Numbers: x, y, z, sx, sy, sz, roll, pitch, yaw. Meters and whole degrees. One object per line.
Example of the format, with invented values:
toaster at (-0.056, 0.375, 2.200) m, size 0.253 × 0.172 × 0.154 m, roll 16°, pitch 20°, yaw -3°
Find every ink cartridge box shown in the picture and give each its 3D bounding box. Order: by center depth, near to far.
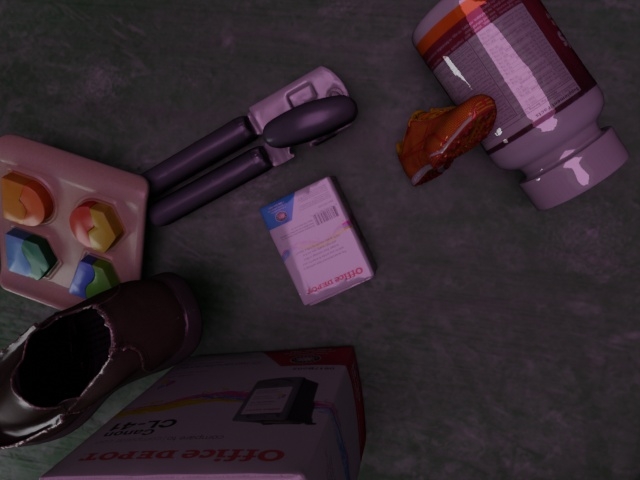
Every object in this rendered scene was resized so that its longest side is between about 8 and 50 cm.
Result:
ink cartridge box at (-0.084, 0.214, 0.606) m, size 0.226 × 0.306 × 0.131 m, roll -5°, pitch 96°, yaw 10°
ink cartridge box at (0.000, 0.000, 0.694) m, size 0.088 × 0.052 × 0.122 m, roll -24°, pitch 92°, yaw 12°

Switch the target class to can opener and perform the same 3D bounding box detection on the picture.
can opener at (-0.091, -0.103, 0.681) m, size 0.280 × 0.093 × 0.074 m, roll -26°, pitch 91°, yaw 17°

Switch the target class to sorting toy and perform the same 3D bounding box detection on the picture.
sorting toy at (-0.303, -0.002, 0.727) m, size 0.193 × 0.038 × 0.208 m, roll 19°, pitch 117°, yaw 7°

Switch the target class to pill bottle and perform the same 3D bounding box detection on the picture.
pill bottle at (0.198, -0.148, 0.606) m, size 0.121 × 0.121 × 0.221 m, roll -34°, pitch 91°, yaw 12°

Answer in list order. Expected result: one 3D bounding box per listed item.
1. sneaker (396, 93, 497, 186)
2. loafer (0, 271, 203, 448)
sneaker at (0.113, -0.105, 0.604) m, size 0.064 × 0.175 × 0.067 m, roll -26°, pitch 86°, yaw -18°
loafer at (-0.302, 0.138, 0.691) m, size 0.366 × 0.130 × 0.134 m, roll -34°, pitch 74°, yaw 24°
